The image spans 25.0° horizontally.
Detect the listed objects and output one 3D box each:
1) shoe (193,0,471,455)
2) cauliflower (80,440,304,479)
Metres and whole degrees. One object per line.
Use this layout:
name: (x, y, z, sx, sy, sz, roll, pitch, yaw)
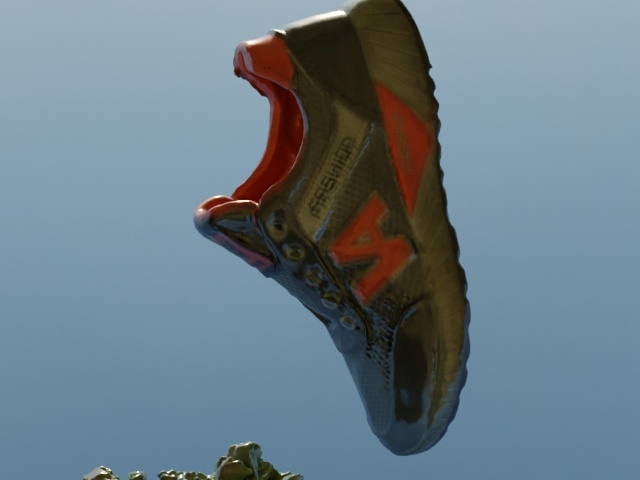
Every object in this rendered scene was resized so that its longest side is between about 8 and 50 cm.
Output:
shoe: (0.000, 0.000, 1.020, 0.171, 0.132, 0.336, -10, -82, -14)
cauliflower: (-0.035, 0.234, 0.856, 0.256, 0.315, 0.239, -16, -91, -8)
